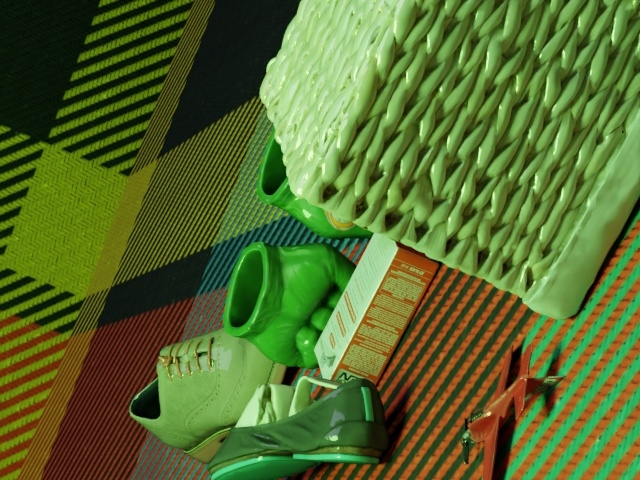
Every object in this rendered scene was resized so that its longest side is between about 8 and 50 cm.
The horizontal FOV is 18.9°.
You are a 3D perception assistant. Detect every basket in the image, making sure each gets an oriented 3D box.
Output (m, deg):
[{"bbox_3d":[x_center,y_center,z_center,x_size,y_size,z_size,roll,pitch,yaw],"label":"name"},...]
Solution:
[{"bbox_3d":[0.135,-0.163,1.621,0.328,0.266,0.331,-110,43,-67],"label":"basket"}]

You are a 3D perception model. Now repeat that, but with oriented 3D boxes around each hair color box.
[{"bbox_3d":[0.056,0.070,1.967,0.167,0.053,0.093,-62,17,16],"label":"hair color box"}]

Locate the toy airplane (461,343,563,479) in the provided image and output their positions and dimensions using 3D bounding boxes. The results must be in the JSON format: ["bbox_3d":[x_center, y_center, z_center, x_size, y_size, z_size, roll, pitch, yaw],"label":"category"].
[{"bbox_3d":[0.150,0.140,1.584,0.151,0.028,0.151,-59,16,28],"label":"toy airplane"}]

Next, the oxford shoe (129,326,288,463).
[{"bbox_3d":[-0.132,0.166,2.330,0.348,0.130,0.123,-51,22,48],"label":"oxford shoe"}]

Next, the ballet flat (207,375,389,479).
[{"bbox_3d":[-0.020,0.189,1.937,0.280,0.095,0.096,-18,67,52],"label":"ballet flat"}]

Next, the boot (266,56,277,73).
[{"bbox_3d":[0.007,-0.116,1.813,0.059,0.158,0.084,-37,-3,29],"label":"boot"}]

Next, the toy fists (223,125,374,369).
[{"bbox_3d":[0.000,0.000,2.075,0.096,0.142,0.279,3,77,56],"label":"toy fists"}]

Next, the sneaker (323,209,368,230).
[{"bbox_3d":[0.083,-0.174,1.918,0.124,0.180,0.321,-127,32,-73],"label":"sneaker"}]
